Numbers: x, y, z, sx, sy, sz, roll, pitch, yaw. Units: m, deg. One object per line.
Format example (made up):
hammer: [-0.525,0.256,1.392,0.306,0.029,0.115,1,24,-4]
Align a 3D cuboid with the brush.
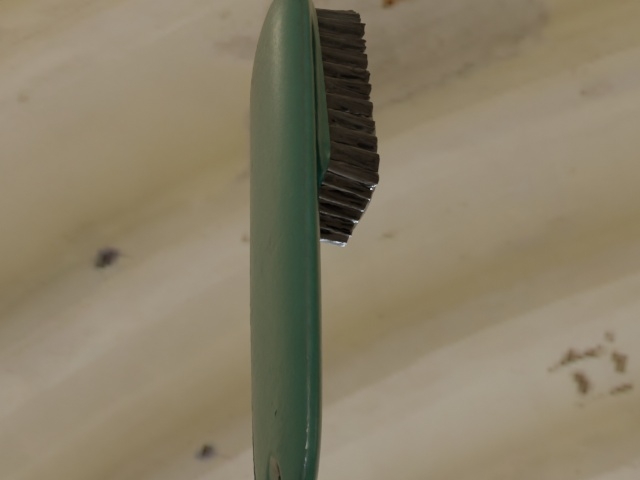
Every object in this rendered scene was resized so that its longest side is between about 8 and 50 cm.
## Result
brush: [0.000,0.000,0.441,0.032,0.193,0.043,12,-48,-15]
